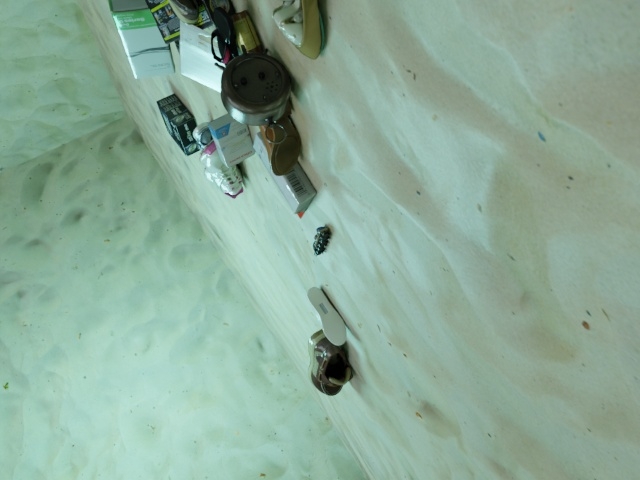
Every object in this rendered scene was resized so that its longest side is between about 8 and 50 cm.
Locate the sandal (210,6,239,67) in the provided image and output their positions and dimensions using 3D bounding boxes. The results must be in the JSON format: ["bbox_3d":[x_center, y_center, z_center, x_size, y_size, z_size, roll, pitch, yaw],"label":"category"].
[{"bbox_3d":[-0.191,-0.378,1.107,0.067,0.040,0.179,46,166,11],"label":"sandal"}]

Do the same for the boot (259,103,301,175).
[{"bbox_3d":[-0.111,-0.247,1.203,0.152,0.072,0.197,44,146,40],"label":"boot"}]

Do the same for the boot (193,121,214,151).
[{"bbox_3d":[-0.355,-0.311,1.849,0.086,0.069,0.190,50,171,7],"label":"boot"}]

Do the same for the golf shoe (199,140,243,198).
[{"bbox_3d":[-0.286,-0.219,1.741,0.140,0.115,0.306,48,169,4],"label":"golf shoe"}]

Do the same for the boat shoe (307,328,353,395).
[{"bbox_3d":[0.039,0.422,1.836,0.123,0.123,0.342,48,154,38],"label":"boat shoe"}]

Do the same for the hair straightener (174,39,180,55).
[{"bbox_3d":[-0.364,-0.540,1.492,0.089,0.047,0.231,-119,14,-57],"label":"hair straightener"}]

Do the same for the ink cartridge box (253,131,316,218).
[{"bbox_3d":[-0.097,-0.145,1.366,0.189,0.066,0.232,58,160,5],"label":"ink cartridge box"}]

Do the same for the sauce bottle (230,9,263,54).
[{"bbox_3d":[-0.136,-0.374,1.100,0.042,0.042,0.128,30,144,60],"label":"sauce bottle"}]

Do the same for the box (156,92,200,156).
[{"bbox_3d":[-0.510,-0.421,2.080,0.180,0.077,0.147,49,160,33],"label":"box"}]

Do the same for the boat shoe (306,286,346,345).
[{"bbox_3d":[0.017,0.220,1.648,0.184,0.066,0.063,53,177,15],"label":"boat shoe"}]

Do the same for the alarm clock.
[{"bbox_3d":[-0.111,-0.264,1.049,0.192,0.129,0.064,66,164,8],"label":"alarm clock"}]

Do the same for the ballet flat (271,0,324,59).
[{"bbox_3d":[-0.040,-0.345,0.809,0.080,0.073,0.232,52,163,25],"label":"ballet flat"}]

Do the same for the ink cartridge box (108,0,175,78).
[{"bbox_3d":[-0.469,-0.590,1.481,0.289,0.121,0.211,112,145,-72],"label":"ink cartridge box"}]

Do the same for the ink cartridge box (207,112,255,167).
[{"bbox_3d":[-0.231,-0.265,1.490,0.052,0.088,0.123,45,158,40],"label":"ink cartridge box"}]

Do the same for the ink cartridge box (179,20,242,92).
[{"bbox_3d":[-0.234,-0.399,1.239,0.145,0.045,0.179,25,153,-3],"label":"ink cartridge box"}]

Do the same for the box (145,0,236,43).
[{"bbox_3d":[-0.301,-0.541,1.189,0.270,0.060,0.216,12,132,54],"label":"box"}]

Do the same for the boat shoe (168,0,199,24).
[{"bbox_3d":[-0.284,-0.491,1.097,0.152,0.056,0.049,48,150,-7],"label":"boat shoe"}]

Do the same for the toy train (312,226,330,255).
[{"bbox_3d":[0.000,0.000,1.377,0.158,0.027,0.036,110,138,-70],"label":"toy train"}]
